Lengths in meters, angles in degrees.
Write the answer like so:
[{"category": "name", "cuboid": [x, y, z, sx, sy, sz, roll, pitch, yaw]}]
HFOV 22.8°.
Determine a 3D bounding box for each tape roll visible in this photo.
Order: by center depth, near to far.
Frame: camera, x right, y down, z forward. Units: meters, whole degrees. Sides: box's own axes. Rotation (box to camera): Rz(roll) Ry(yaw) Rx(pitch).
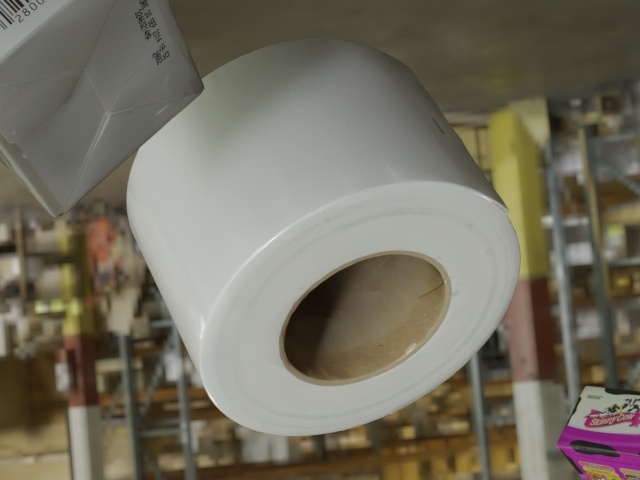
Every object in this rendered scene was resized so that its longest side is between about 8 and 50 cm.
[{"category": "tape roll", "cuboid": [0.000, 0.000, 1.148, 0.246, 0.169, 0.246, -16, 138, -15]}]

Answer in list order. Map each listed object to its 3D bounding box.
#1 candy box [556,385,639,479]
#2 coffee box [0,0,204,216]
[{"category": "candy box", "cuboid": [0.334, 0.227, 1.389, 0.159, 0.071, 0.233, 2, 141, 46]}, {"category": "coffee box", "cuboid": [-0.213, -0.173, 0.856, 0.119, 0.297, 0.168, -42, 160, -9]}]
